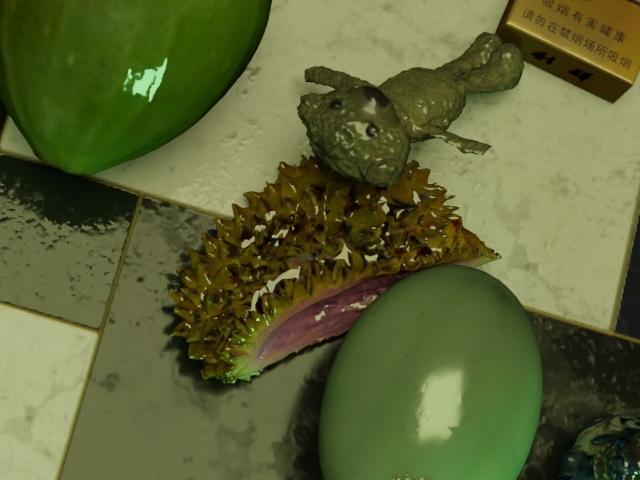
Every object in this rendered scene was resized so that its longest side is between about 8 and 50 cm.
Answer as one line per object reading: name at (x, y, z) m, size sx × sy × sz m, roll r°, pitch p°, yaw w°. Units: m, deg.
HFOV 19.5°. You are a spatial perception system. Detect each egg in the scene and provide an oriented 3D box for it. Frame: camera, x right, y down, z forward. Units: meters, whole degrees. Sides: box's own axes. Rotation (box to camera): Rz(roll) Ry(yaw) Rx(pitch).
egg at (0.104, 0.157, 1.757) m, size 0.203 × 0.203 × 0.283 m, roll 24°, pitch 70°, yaw -4°

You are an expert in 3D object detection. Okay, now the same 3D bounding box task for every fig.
fig at (-0.201, -0.217, 1.767) m, size 0.316 × 0.316 × 0.316 m, roll 3°, pitch 75°, yaw -10°

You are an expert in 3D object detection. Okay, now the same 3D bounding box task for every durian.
durian at (-0.001, 0.001, 1.826) m, size 0.341 × 0.112 × 0.191 m, roll -23°, pitch 82°, yaw -16°

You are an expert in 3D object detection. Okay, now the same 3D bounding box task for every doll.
doll at (0.105, -0.134, 1.837) m, size 0.285 × 0.091 × 0.203 m, roll -4°, pitch 47°, yaw -28°

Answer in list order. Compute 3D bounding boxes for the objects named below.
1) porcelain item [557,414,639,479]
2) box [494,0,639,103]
porcelain item at (0.378, 0.231, 1.802) m, size 0.288 × 0.186 × 0.138 m, roll 10°, pitch 72°, yaw -10°
box at (0.297, -0.285, 1.984) m, size 0.152 × 0.070 × 0.237 m, roll 26°, pitch 75°, yaw -3°
